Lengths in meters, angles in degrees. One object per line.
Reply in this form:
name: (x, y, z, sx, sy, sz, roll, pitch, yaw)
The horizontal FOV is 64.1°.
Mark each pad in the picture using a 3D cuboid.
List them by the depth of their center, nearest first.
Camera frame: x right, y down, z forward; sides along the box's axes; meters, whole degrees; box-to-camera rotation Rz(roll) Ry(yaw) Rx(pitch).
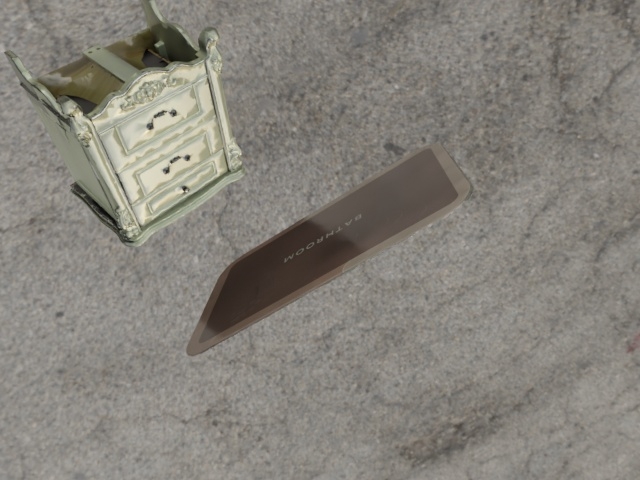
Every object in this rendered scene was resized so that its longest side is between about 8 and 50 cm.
pad: (0.000, 0.000, 0.452, 0.266, 0.176, 0.002, -30, 110, 15)

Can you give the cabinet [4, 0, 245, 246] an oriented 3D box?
cabinet: (-0.328, -0.216, 0.930, 0.290, 0.227, 0.318, -38, 150, -26)
